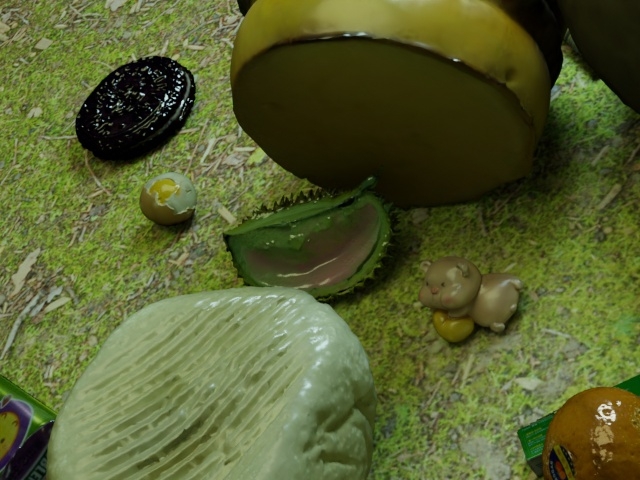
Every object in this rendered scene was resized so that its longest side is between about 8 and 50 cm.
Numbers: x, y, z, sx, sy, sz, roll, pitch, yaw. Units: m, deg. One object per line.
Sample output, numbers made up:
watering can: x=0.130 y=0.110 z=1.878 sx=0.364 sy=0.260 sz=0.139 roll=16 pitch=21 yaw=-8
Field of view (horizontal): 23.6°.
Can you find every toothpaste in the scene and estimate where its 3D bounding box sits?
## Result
toothpaste: x=0.282 y=0.172 z=1.502 sx=0.178 sy=0.037 sz=0.043 roll=-27 pitch=44 yaw=11

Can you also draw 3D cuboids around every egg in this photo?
egg: x=-0.204 y=-0.054 z=2.036 sx=0.083 sy=0.071 sz=0.071 roll=-8 pitch=47 yaw=35

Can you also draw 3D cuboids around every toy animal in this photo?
toy animal: x=0.154 y=0.059 z=1.666 sx=0.114 sy=0.082 sz=0.091 roll=11 pitch=59 yaw=40

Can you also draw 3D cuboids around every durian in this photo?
durian: x=0.005 y=0.001 z=1.820 sx=0.220 sy=0.137 sz=0.095 roll=-20 pitch=8 yaw=25

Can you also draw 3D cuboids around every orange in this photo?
orange: x=0.266 y=0.201 z=1.415 sx=0.117 sy=0.136 sz=0.135 roll=-9 pitch=27 yaw=-32

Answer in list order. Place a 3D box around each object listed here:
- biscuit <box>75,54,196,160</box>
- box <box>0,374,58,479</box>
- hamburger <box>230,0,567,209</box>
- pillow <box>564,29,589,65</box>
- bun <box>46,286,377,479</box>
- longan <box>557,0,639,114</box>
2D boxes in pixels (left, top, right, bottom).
biscuit: x=-0.269 y=-0.194 z=2.234 sx=0.194 sy=0.053 sz=0.194 roll=-19 pitch=43 yaw=19
box: x=-0.414 y=0.223 z=1.857 sx=0.345 sy=0.097 sz=0.134 roll=22 pitch=75 yaw=51
hamburger: x=0.088 y=-0.238 z=1.774 sx=0.395 sy=0.396 sz=0.277 roll=-3 pitch=58 yaw=33
pillow: x=0.336 y=-0.293 z=1.920 sx=0.113 sy=0.038 sz=0.203 roll=-35 pitch=40 yaw=0
bun: x=-0.094 y=0.221 z=1.560 sx=0.349 sy=0.227 sz=0.352 roll=-36 pitch=45 yaw=-9
longan: x=0.438 y=-0.315 z=1.594 sx=0.404 sy=0.404 sz=0.436 roll=-12 pitch=43 yaw=25
